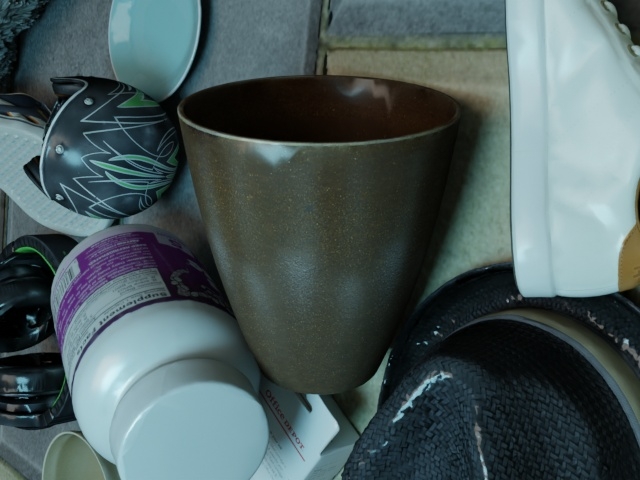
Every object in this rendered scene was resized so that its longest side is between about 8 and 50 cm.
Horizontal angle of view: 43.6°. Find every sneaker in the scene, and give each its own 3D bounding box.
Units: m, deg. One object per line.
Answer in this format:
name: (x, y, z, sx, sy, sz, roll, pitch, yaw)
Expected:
sneaker: (0.189, -0.108, 0.537, 0.123, 0.106, 0.290, -3, 88, 21)
sneaker: (-0.380, -0.119, 1.071, 0.321, 0.127, 0.126, 28, 119, 14)

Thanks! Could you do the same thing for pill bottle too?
pill bottle: (-0.155, 0.110, 0.758, 0.301, 0.169, 0.169, 44, 123, 57)

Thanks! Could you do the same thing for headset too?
headset: (-0.419, 0.146, 1.061, 0.394, 0.185, 0.243, -36, 67, 43)

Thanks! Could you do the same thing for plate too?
plate: (-0.190, -0.251, 0.935, 0.188, 0.024, 0.188, 1, 91, 44)

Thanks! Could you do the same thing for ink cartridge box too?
ink cartridge box: (-0.030, 0.192, 0.770, 0.104, 0.060, 0.180, 52, 125, 30)

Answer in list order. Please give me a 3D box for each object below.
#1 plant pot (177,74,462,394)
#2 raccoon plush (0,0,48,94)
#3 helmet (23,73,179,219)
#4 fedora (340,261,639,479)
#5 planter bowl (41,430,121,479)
plant pot: (0.000, 0.000, 0.657, 0.215, 0.215, 0.230, 22, 122, 42)
raccoon plush: (-0.421, -0.298, 1.048, 0.446, 0.216, 0.299, 21, 114, 42)
helmet: (-0.240, -0.101, 0.886, 0.161, 0.169, 0.169, 31, 113, 44)
fedora: (0.114, 0.185, 0.564, 0.334, 0.152, 0.334, 3, 94, 44)
planter bowl: (-0.243, 0.297, 0.948, 0.162, 0.109, 0.162, 2, 92, 44)
